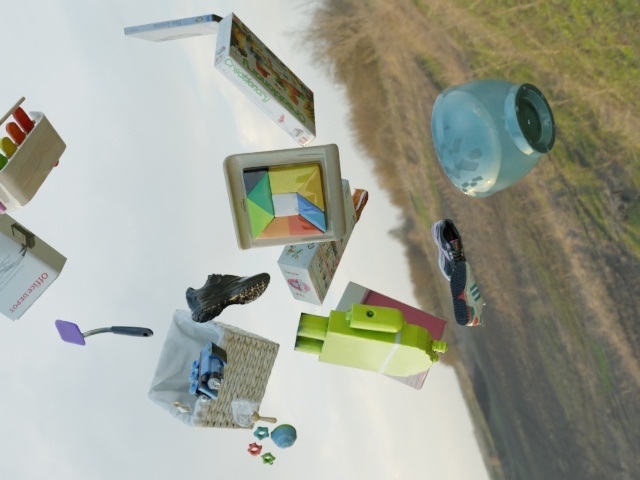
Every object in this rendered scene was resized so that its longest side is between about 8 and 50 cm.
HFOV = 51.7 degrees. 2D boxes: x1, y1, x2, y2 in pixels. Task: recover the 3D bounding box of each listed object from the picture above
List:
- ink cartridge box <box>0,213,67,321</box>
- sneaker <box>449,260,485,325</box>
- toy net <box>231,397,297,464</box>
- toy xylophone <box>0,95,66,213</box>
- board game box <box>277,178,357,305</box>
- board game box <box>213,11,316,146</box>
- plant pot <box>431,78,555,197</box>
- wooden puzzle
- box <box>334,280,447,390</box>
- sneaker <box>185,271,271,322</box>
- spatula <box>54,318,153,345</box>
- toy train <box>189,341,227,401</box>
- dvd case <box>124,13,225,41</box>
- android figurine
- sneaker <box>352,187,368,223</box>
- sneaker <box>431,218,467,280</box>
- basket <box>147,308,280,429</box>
[{"bbox_3d":[-0.964,0.059,1.988,0.307,0.223,0.129,42,-169,-21],"label":"ink cartridge box"},{"bbox_3d":[0.366,0.133,1.624,0.075,0.057,0.161,12,-113,-34],"label":"sneaker"},{"bbox_3d":[-0.163,0.482,1.713,0.232,0.122,0.045,50,-170,-24],"label":"toy net"},{"bbox_3d":[-0.805,-0.241,1.774,0.323,0.081,0.236,-70,-31,-47],"label":"toy xylophone"},{"bbox_3d":[0.000,0.000,1.883,0.224,0.097,0.303,72,-143,-56],"label":"board game box"},{"bbox_3d":[-0.127,-0.385,1.597,0.305,0.053,0.193,38,-147,-36],"label":"board game box"},{"bbox_3d":[0.439,-0.267,1.601,0.293,0.196,0.293,12,-109,-40],"label":"plant pot"},{"bbox_3d":[-0.069,-0.084,1.375,0.044,0.238,0.221,-102,4,-60],"label":"wooden puzzle"},{"bbox_3d":[0.141,0.210,1.453,0.149,0.232,0.127,88,-154,-60],"label":"box"},{"bbox_3d":[-0.293,0.149,2.091,0.130,0.286,0.109,56,151,28],"label":"sneaker"},{"bbox_3d":[-0.579,0.243,1.762,0.030,0.296,0.084,-73,-24,-56],"label":"spatula"},{"bbox_3d":[-0.324,0.383,1.916,0.080,0.105,0.184,37,-162,-24],"label":"toy train"},{"bbox_3d":[-0.364,-0.561,1.755,0.180,0.252,0.022,-37,-58,-73],"label":"dvd case"},{"bbox_3d":[0.090,0.186,1.201,0.248,0.272,0.056,99,180,-61],"label":"android figurine"},{"bbox_3d":[0.109,-0.108,2.284,0.175,0.067,0.064,-59,-33,-34],"label":"sneaker"},{"bbox_3d":[0.334,0.027,1.679,0.077,0.072,0.178,114,134,-75],"label":"sneaker"},{"bbox_3d":[-0.359,0.439,2.219,0.266,0.328,0.332,23,-99,-40],"label":"basket"}]
